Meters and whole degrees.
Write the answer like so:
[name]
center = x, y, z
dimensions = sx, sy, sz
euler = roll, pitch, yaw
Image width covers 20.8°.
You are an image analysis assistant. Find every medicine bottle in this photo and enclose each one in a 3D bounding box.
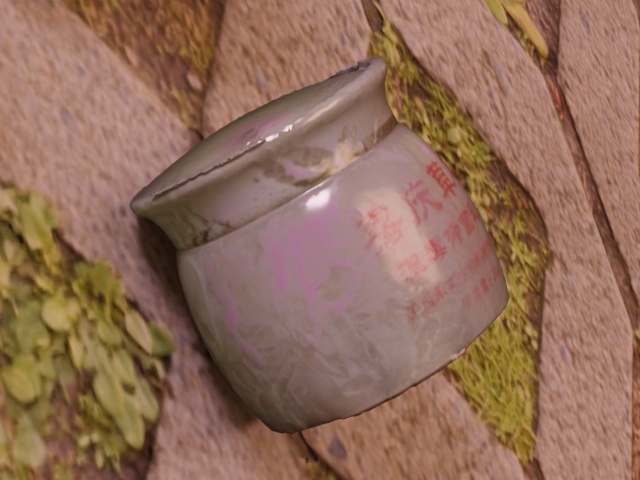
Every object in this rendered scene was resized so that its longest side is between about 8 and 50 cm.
[medicine bottle]
center = 0.000, 0.000, 0.843
dimensions = 0.143, 0.147, 0.147
euler = 61, 34, -9
